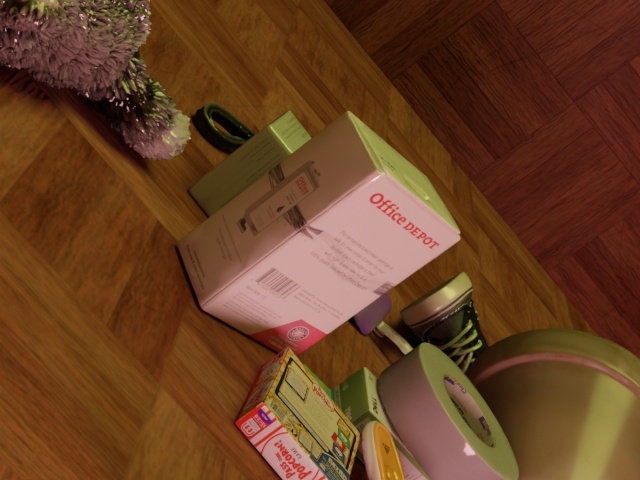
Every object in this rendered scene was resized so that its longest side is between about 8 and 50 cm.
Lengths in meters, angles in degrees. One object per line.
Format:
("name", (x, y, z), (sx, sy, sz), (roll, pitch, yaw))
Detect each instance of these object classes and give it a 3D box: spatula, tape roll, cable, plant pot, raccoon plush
("spatula", (0.128, 0.169, 2.296), (0.084, 0.030, 0.296), (-45, 108, -33))
("tape roll", (0.169, 0.244, 1.977), (0.219, 0.072, 0.219), (49, 14, -17))
("cable", (-0.075, -0.141, 2.321), (0.287, 0.072, 0.139), (45, 37, -35))
("plant pot", (0.329, 0.332, 2.144), (0.323, 0.323, 0.280), (49, 33, -14))
("raccoon plush", (-0.272, -0.212, 1.721), (0.446, 0.216, 0.299), (45, 25, -29))

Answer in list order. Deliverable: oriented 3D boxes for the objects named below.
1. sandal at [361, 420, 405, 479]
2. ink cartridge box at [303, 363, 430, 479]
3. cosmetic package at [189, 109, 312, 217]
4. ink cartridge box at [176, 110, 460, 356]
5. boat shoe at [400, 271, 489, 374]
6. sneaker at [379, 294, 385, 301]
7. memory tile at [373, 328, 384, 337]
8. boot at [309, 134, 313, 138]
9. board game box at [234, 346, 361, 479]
("sandal", (0.111, 0.326, 1.793), (0.102, 0.076, 0.265), (37, 34, -52))
("ink cartridge box", (0.068, 0.238, 1.950), (0.209, 0.062, 0.109), (47, 16, -21))
("cosmetic package", (-0.055, -0.057, 2.072), (0.183, 0.151, 0.151), (52, 16, -3))
("ink cartridge box", (0.000, 0.000, 1.856), (0.207, 0.283, 0.117), (36, 23, -49))
("boat shoe", (0.221, 0.150, 2.411), (0.158, 0.127, 0.340), (58, 4, 6))
("sneaker", (0.084, 0.042, 2.362), (0.063, 0.073, 0.162), (45, 20, -29))
("memory tile", (0.050, 0.083, 2.339), (0.148, 0.012, 0.113), (45, 17, -31))
("boot", (0.020, -0.088, 2.500), (0.106, 0.082, 0.219), (39, 19, -35))
("board game box", (-0.022, 0.221, 1.757), (0.146, 0.045, 0.193), (51, 15, -6))
